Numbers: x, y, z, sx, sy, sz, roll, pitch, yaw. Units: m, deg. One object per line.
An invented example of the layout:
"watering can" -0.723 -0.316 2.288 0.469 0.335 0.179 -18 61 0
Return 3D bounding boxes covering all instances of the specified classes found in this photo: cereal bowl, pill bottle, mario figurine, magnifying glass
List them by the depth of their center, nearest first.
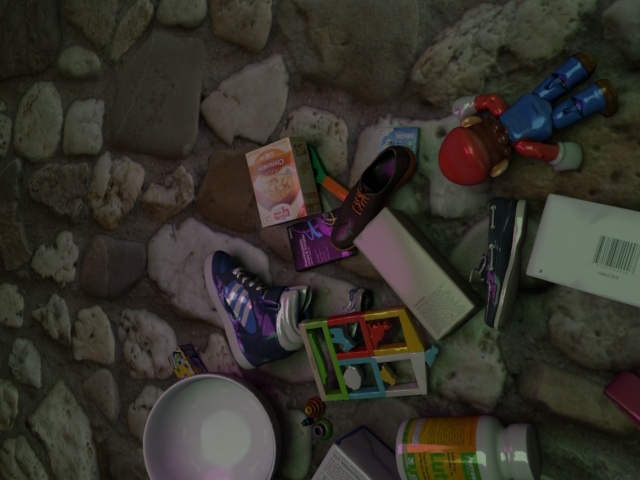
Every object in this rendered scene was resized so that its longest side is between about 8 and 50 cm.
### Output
"pill bottle" 0.280 0.404 1.046 0.245 0.136 0.137 -14 81 30
"mario figurine" 0.374 -0.211 1.046 0.320 0.170 0.198 -30 37 17
"magnifying glass" -0.004 -0.156 1.309 0.231 0.026 0.092 41 109 28
"cereal bowl" -0.248 0.484 1.341 0.338 0.141 0.340 -1 85 13

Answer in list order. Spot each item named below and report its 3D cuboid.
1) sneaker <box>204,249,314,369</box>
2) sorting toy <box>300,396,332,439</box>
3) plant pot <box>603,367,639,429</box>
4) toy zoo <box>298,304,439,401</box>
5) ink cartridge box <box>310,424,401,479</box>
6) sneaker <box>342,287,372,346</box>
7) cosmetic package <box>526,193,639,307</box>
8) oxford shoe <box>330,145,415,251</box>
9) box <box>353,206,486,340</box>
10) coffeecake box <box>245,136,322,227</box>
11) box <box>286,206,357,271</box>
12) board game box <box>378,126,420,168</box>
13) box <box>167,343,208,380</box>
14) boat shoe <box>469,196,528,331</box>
"sneaker" -0.130 0.128 1.328 0.236 0.130 0.323 -29 69 17
"sorting toy" -0.016 0.420 1.283 0.061 0.042 0.102 -26 75 28
"plant pot" 0.582 0.247 0.848 0.180 0.201 0.201 -46 65 4
"toy zoo" 0.111 0.243 1.175 0.293 0.030 0.193 -13 100 25
"ink cartridge box" 0.063 0.643 1.162 0.270 0.151 0.396 36 105 28
"sneaker" 0.078 0.171 1.236 0.058 0.052 0.136 10 91 44
"cosmetic package" 0.481 0.023 0.885 0.223 0.224 0.138 17 95 31
"oxford shoe" 0.092 -0.091 1.178 0.097 0.098 0.272 39 109 21
"box" 0.200 0.065 1.133 0.113 0.094 0.275 -47 66 21
"coffeecake box" -0.088 -0.136 1.311 0.142 0.068 0.186 -13 90 36
"box" 0.000 0.000 1.296 0.162 0.029 0.116 -19 78 30
"board game box" 0.170 -0.201 1.204 0.090 0.020 0.090 4 90 31
"box" -0.339 0.364 1.476 0.059 0.054 0.169 -47 66 21
"boat shoe" 0.338 0.042 1.049 0.079 0.095 0.255 9 92 30
